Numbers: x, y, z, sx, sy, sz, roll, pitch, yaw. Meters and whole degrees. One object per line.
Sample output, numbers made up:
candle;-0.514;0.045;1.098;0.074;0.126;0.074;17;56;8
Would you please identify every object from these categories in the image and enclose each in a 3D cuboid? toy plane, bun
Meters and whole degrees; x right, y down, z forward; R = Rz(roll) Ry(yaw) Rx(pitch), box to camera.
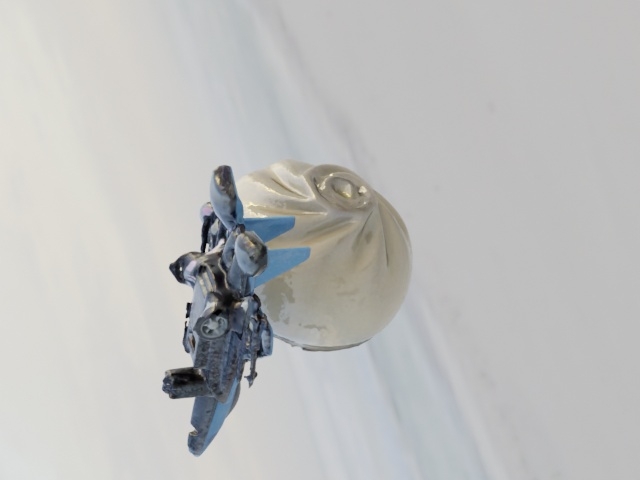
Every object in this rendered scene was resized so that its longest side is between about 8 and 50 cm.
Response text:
toy plane;-0.080;0.072;1.442;0.246;0.078;0.169;-67;31;32
bun;0.000;0.000;1.551;0.120;0.173;0.173;-59;36;38
